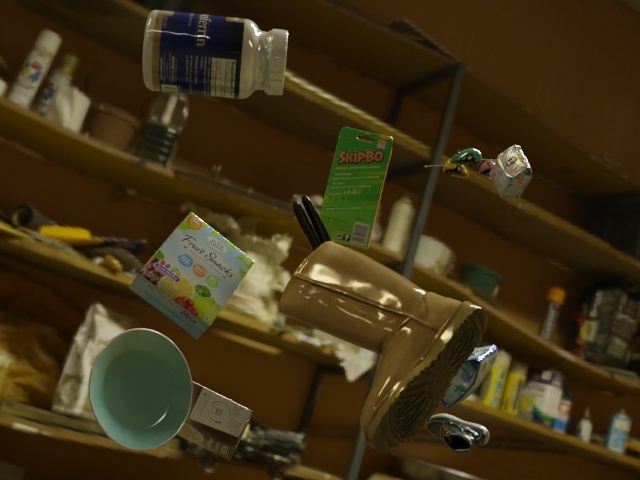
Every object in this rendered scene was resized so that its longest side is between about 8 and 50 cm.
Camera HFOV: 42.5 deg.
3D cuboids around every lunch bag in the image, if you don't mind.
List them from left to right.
[{"bbox_3d":[0.347,0.311,1.952,0.096,0.151,0.129,51,30,13],"label":"lunch bag"},{"bbox_3d":[0.367,-0.133,1.580,0.053,0.071,0.083,4,-43,-22],"label":"lunch bag"}]

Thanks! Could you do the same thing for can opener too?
[{"bbox_3d":[0.000,0.000,1.592,0.073,0.186,0.059,-16,11,45],"label":"can opener"}]

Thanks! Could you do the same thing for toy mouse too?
[{"bbox_3d":[0.318,-0.158,1.673,0.161,0.031,0.143,16,-17,-25],"label":"toy mouse"}]

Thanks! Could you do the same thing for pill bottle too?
[{"bbox_3d":[-0.198,-0.351,1.574,0.265,0.153,0.153,4,-14,-6],"label":"pill bottle"}]

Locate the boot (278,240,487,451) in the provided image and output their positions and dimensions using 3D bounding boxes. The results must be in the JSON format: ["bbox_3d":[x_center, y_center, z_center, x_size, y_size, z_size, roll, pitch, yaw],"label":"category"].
[{"bbox_3d":[0.048,0.127,1.069,0.270,0.236,0.089,22,-36,39],"label":"boot"}]

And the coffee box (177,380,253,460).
[{"bbox_3d":[-0.302,0.425,2.012,0.247,0.098,0.141,26,-32,3],"label":"coffee box"}]

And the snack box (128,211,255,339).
[{"bbox_3d":[-0.257,0.068,1.675,0.174,0.207,0.070,38,-46,-7],"label":"snack box"}]

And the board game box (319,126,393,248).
[{"bbox_3d":[0.078,-0.120,1.865,0.124,0.259,0.039,14,1,8],"label":"board game box"}]

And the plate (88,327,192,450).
[{"bbox_3d":[-0.281,0.232,1.282,0.188,0.188,0.024,28,-31,-37],"label":"plate"}]

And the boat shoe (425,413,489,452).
[{"bbox_3d":[0.318,0.475,2.030,0.183,0.065,0.083,0,8,45],"label":"boat shoe"}]
